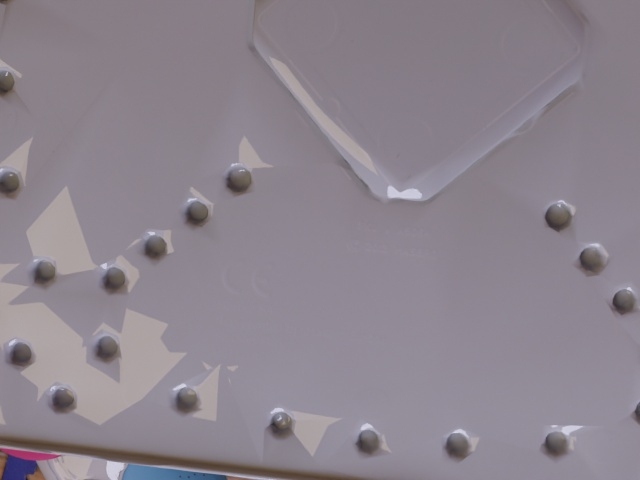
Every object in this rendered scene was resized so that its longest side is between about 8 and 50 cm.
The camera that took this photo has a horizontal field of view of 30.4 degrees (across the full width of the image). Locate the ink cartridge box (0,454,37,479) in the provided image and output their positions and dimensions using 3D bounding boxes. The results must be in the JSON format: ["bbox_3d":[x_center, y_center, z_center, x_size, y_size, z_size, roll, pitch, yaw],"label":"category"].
[{"bbox_3d":[-0.192,0.311,1.087,0.307,0.072,0.303,33,131,9],"label":"ink cartridge box"}]

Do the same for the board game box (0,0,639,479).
[{"bbox_3d":[0.041,-0.087,0.505,0.390,0.050,0.389,7,96,1],"label":"board game box"}]

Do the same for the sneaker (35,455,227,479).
[{"bbox_3d":[-0.144,0.090,0.880,0.319,0.127,0.208,51,133,-5],"label":"sneaker"}]

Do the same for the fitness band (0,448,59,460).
[{"bbox_3d":[-0.199,0.028,0.774,0.209,0.054,0.291,47,134,9],"label":"fitness band"}]
